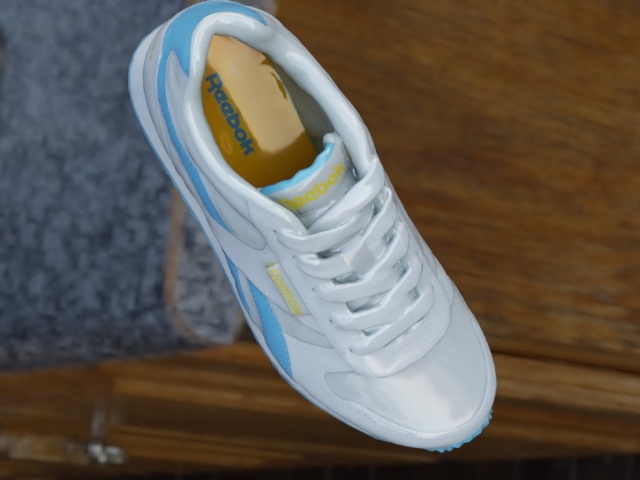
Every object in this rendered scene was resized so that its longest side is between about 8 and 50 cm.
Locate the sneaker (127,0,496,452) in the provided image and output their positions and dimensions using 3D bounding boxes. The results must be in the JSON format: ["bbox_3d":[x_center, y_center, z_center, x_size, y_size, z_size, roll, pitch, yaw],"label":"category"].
[{"bbox_3d":[0.000,0.000,0.764,0.087,0.229,0.092,-39,9,-12],"label":"sneaker"}]
